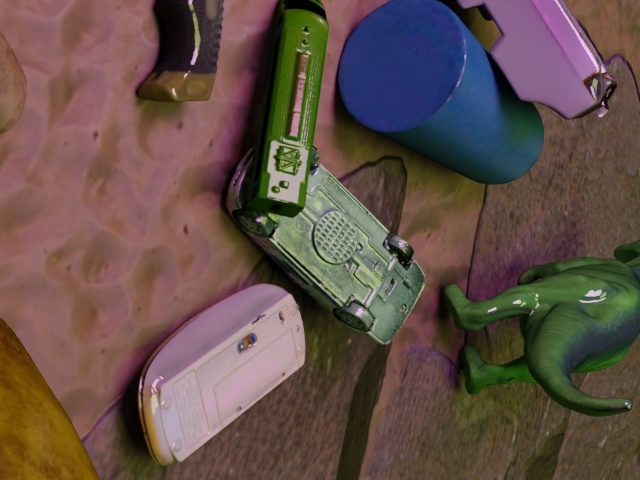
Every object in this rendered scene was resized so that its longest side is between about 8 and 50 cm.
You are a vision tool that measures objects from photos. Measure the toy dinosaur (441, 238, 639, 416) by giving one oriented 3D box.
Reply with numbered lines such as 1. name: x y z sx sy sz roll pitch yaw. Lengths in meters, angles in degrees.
1. toy dinosaur: 0.341 0.093 1.260 0.375 0.500 0.144 -14 102 -14

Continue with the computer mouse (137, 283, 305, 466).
1. computer mouse: -0.086 0.111 0.993 0.199 0.045 0.102 -35 123 -43

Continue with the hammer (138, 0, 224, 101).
1. hammer: -0.100 -0.221 0.911 0.159 0.041 0.226 -5 101 -50

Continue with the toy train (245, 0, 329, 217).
1. toy train: -0.023 -0.126 0.991 0.044 0.042 0.209 12 73 -17

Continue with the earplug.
1. earplug: 0.142 -0.131 1.183 0.273 0.132 0.132 24 78 -56

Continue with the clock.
1. clock: 0.201 -0.223 1.162 0.253 0.083 0.186 59 17 3

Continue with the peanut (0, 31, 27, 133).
1. peanut: -0.247 -0.145 0.693 0.099 0.099 0.214 -48 134 -36

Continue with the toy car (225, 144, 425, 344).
1. toy car: 0.000 0.000 1.058 0.224 0.076 0.090 44 67 -26

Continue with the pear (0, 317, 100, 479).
1. pear: -0.241 0.172 0.632 0.287 0.287 0.375 25 60 -52
